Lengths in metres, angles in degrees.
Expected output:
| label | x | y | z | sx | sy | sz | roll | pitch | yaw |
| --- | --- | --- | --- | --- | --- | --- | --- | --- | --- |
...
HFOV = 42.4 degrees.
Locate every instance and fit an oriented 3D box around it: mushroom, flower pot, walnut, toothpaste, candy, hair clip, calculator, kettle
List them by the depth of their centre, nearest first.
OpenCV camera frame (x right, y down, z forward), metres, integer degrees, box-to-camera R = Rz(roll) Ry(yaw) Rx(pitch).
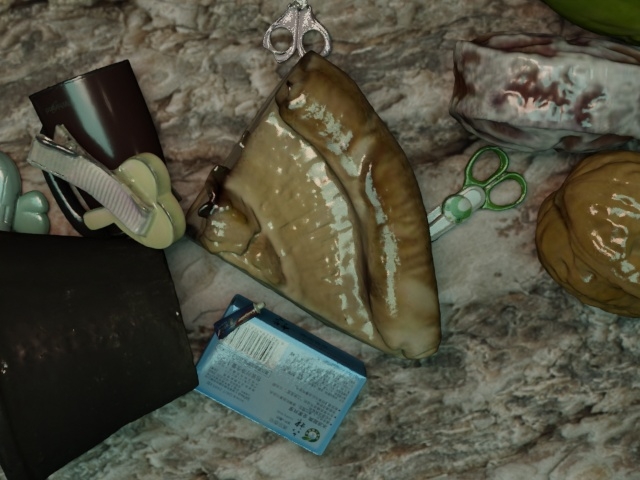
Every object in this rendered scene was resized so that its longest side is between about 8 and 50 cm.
| label | x | y | z | sx | sy | sz | roll | pitch | yaw |
| --- | --- | --- | --- | --- | --- | --- | --- | --- | --- |
| hair clip | -0.269 | -0.059 | 1.058 | 0.219 | 0.071 | 0.159 | 35 | 130 | 4 |
| candy | 0.316 | -0.193 | 1.100 | 0.290 | 0.214 | 0.157 | 7 | 103 | 1 |
| flower pot | -0.312 | 0.122 | 1.105 | 0.251 | 0.379 | 0.379 | -14 | 100 | -11 |
| walnut | 0.432 | -0.005 | 1.139 | 0.257 | 0.257 | 0.224 | 30 | 131 | -5 |
| mushroom | 0.037 | -0.024 | 1.153 | 0.397 | 0.224 | 0.313 | 36 | 84 | -12 |
| kettle | -0.312 | -0.113 | 1.158 | 0.202 | 0.144 | 0.232 | -15 | 105 | 21 |
| toothpaste | -0.114 | 0.111 | 1.171 | 0.083 | 0.019 | 0.027 | -30 | 74 | 6 |
| calculator | -0.544 | -0.060 | 1.210 | 0.296 | 0.042 | 0.183 | 12 | 100 | -1 |

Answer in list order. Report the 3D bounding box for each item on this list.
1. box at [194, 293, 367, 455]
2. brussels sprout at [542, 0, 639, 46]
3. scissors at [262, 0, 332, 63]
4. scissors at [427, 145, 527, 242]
| label | x | y | z | sx | sy | sz | roll | pitch | yaw |
| --- | --- | --- | --- | --- | --- | --- | --- | --- | --- |
| box | -0.064 | 0.200 | 1.237 | 0.232 | 0.083 | 0.142 | 29 | 98 | -6 |
| brussels sprout | 0.375 | -0.415 | 1.040 | 0.315 | 0.276 | 0.371 | -30 | 103 | -9 |
| scissors | -0.028 | -0.346 | 1.174 | 0.100 | 0.015 | 0.188 | 4 | 99 | 2 |
| scissors | 0.203 | -0.050 | 1.220 | 0.204 | 0.027 | 0.101 | -37 | 97 | 4 |
